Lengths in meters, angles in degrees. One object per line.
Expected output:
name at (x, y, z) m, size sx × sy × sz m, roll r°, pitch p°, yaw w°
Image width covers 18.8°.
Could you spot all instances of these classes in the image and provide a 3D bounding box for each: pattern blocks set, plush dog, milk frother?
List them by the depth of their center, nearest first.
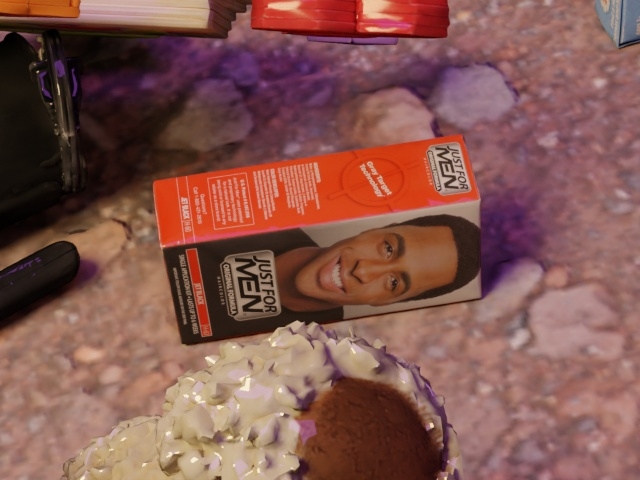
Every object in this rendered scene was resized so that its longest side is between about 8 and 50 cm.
plush dog at (-0.078, 0.143, 0.691) m, size 0.225 × 0.262 × 0.210 m, roll -5°, pitch 16°, yaw -11°
milk frother at (-0.174, -0.036, 0.872) m, size 0.135 × 0.143 × 0.129 m, roll -27°, pitch 60°, yaw -19°
pattern blocks set at (-0.121, -0.109, 0.876) m, size 0.325 × 0.285 × 0.026 m, roll 2°, pitch 94°, yaw -8°

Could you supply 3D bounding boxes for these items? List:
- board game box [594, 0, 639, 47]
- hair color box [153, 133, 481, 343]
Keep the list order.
board game box at (0.241, -0.187, 0.950) m, size 0.212 × 0.160 × 0.039 m, roll -15°, pitch 50°, yaw -8°
hair color box at (0.000, 0.000, 0.873) m, size 0.141 × 0.072 × 0.043 m, roll -10°, pitch 49°, yaw -2°
